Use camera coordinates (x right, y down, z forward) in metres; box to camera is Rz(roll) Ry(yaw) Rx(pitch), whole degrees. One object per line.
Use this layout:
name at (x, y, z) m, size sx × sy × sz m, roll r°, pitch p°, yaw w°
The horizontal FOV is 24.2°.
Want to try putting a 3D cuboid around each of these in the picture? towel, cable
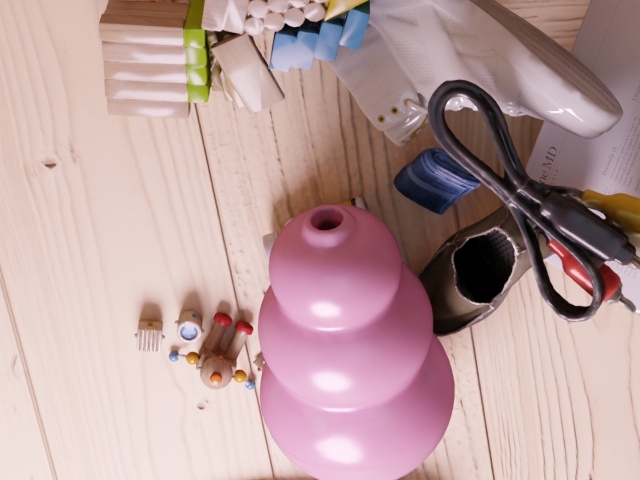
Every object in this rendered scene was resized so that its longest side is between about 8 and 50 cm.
towel at (0.119, -0.062, 1.545) m, size 0.067 × 0.119 × 0.029 m, roll 26°, pitch 75°, yaw -7°
cable at (0.208, -0.033, 1.428) m, size 0.287 × 0.072 × 0.139 m, roll 37°, pitch 108°, yaw 6°

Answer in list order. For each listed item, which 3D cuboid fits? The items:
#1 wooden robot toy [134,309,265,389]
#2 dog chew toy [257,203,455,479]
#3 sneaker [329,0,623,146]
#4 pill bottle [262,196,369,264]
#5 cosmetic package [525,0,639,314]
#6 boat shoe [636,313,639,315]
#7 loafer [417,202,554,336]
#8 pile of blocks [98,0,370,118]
wooden robot toy at (-0.117, 0.125, 1.627) m, size 0.173 × 0.079 × 0.076 m, roll 21°, pitch 109°, yaw -9°
dog chew toy at (0.028, 0.098, 1.519) m, size 0.206 × 0.206 × 0.332 m, roll -8°, pitch 132°, yaw 2°
sneaker at (0.144, -0.149, 1.488) m, size 0.292 × 0.108 × 0.169 m, roll 38°, pitch 112°, yaw 18°
pill bottle at (0.000, 0.000, 1.591) m, size 0.116 × 0.065 × 0.065 m, roll -18°, pitch 109°, yaw 6°
cosmetic package at (0.370, -0.112, 1.458) m, size 0.284 × 0.097 × 0.377 m, roll 31°, pitch 112°, yaw 30°
boat shoe at (0.418, -0.058, 1.546) m, size 0.110 × 0.121 × 0.341 m, roll 14°, pitch 111°, yaw -7°
loafer at (0.155, 0.028, 1.541) m, size 0.094 × 0.087 × 0.251 m, roll 53°, pitch 140°, yaw 11°
pile of blocks at (-0.053, -0.228, 1.488) m, size 0.362 × 0.113 × 0.149 m, roll -18°, pitch 122°, yaw 15°
